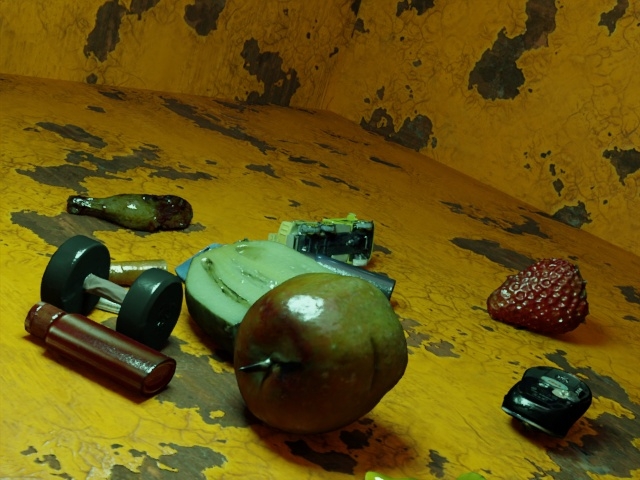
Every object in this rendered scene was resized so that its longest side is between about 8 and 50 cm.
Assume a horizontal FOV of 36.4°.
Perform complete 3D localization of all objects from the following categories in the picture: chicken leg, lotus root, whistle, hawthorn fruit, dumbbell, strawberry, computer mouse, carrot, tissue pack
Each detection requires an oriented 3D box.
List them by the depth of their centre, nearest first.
[{"bbox_3d":[-0.020,0.193,1.588,0.301,0.267,0.268,-14,33,-42],"label":"hawthorn fruit"},{"bbox_3d":[-0.369,0.096,1.731,0.218,0.152,0.152,22,18,16],"label":"dumbbell"},{"bbox_3d":[-0.425,0.109,1.852,0.108,0.023,0.056,16,17,-1],"label":"tissue pack"},{"bbox_3d":[0.433,0.319,1.877,0.137,0.096,0.233,21,21,32],"label":"computer mouse"},{"bbox_3d":[-0.147,0.119,1.892,0.267,0.149,0.260,-23,35,-38],"label":"lotus root"},{"bbox_3d":[-0.415,0.064,1.966,0.210,0.061,0.061,2,21,-26],"label":"carrot"},{"bbox_3d":[-0.235,0.059,2.125,0.158,0.090,0.090,-35,41,-19],"label":"whistle"},{"bbox_3d":[-0.447,-0.079,2.357,0.177,0.083,0.322,17,13,35],"label":"chicken leg"},{"bbox_3d":[0.532,0.140,2.410,0.244,0.205,0.205,-7,20,-4],"label":"strawberry"}]

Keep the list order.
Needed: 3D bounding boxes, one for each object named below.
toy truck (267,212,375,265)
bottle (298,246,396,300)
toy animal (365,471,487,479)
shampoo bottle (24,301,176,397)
[{"bbox_3d":[0.000,0.000,2.438,0.272,0.124,0.157,-5,17,-44],"label":"toy truck"},{"bbox_3d":[0.051,0.089,2.280,0.244,0.082,0.072,20,-9,5],"label":"bottle"},{"bbox_3d":[0.176,0.388,1.342,0.230,0.156,0.156,12,17,-27],"label":"toy animal"},{"bbox_3d":[-0.373,0.176,1.618,0.260,0.064,0.102,22,18,18],"label":"shampoo bottle"}]
